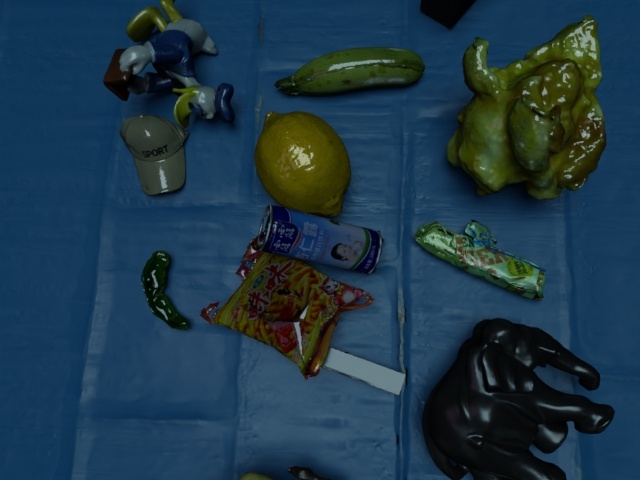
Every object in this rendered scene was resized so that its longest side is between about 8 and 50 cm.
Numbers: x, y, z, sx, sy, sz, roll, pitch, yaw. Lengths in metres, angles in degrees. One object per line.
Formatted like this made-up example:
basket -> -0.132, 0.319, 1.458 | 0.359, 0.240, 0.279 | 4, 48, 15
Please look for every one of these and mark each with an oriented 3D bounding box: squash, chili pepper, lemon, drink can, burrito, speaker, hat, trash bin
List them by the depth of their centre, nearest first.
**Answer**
drink can -> 0.000, 0.000, 1.012 | 0.235, 0.097, 0.097 | 14, 78, -16
speaker -> 0.072, 0.254, 1.021 | 0.191, 0.040, 0.046 | 18, 79, 8
lemon -> -0.035, -0.155, 1.039 | 0.188, 0.188, 0.257 | -32, 85, -3
burrito -> 0.335, 0.025, 1.046 | 0.288, 0.054, 0.104 | 24, 80, 8
chili pepper -> -0.332, 0.110, 1.073 | 0.073, 0.050, 0.182 | -20, 80, -7
hat -> -0.361, -0.188, 1.119 | 0.147, 0.085, 0.175 | -15, 76, -1
trash bin -> 0.327, -0.614, 1.128 | 0.115, 0.165, 0.225 | 37, 85, 9
squash -> 0.062, -0.376, 1.130 | 0.341, 0.094, 0.094 | -6, 78, 3

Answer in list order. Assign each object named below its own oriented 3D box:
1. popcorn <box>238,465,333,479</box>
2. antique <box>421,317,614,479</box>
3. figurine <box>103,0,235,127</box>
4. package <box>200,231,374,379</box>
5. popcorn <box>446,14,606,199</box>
popcorn -> -0.062, 0.546, 0.848 | 0.381, 0.349, 0.349 | -28, 75, -42
antique -> 0.333, 0.303, 0.923 | 0.255, 0.185, 0.322 | 41, 87, 9
figurine -> -0.314, -0.378, 1.097 | 0.338, 0.204, 0.283 | 45, 52, 2
package -> -0.068, 0.133, 1.016 | 0.288, 0.108, 0.223 | 27, 66, 24
popcorn -> 0.380, -0.249, 0.988 | 0.325, 0.290, 0.321 | 30, 64, -14
